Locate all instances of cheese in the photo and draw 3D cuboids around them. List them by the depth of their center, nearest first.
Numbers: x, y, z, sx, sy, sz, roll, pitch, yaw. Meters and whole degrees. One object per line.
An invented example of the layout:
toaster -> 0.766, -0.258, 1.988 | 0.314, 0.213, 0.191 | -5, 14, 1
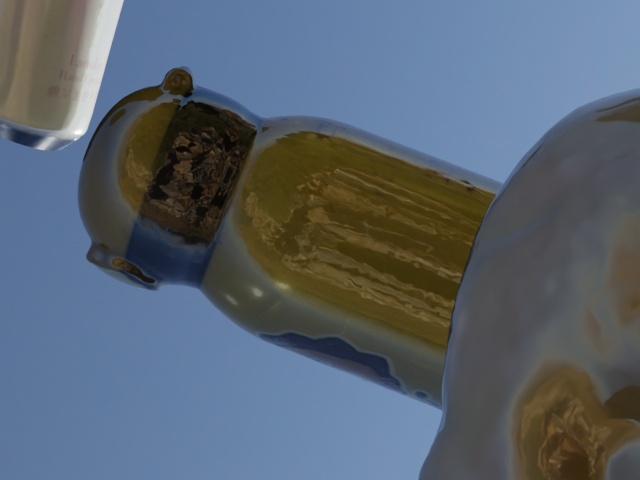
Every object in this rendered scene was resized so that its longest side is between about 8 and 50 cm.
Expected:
cheese -> 0.116, 0.076, 0.361 | 0.218, 0.117, 0.235 | -40, -78, -40

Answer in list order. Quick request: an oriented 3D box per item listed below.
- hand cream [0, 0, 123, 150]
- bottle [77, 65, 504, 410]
hand cream -> -0.203, -0.257, 1.277 | 0.185, 0.118, 0.359 | 0, -69, -60
bottle -> 0.000, 0.000, 1.098 | 0.351, 0.171, 0.172 | 20, -117, 0
